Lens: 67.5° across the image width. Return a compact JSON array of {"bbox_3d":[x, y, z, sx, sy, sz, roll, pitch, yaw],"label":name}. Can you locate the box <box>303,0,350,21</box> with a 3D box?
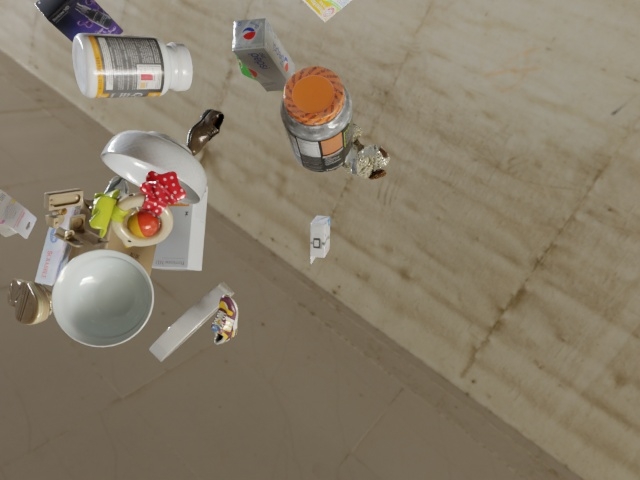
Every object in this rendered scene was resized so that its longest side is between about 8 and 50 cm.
[{"bbox_3d":[-0.005,-0.727,1.355,0.103,0.114,0.203,62,-158,8],"label":"box"}]

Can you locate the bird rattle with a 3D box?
[{"bbox_3d":[-0.488,-0.080,1.312,0.254,0.206,0.143,-20,-140,-12],"label":"bird rattle"}]

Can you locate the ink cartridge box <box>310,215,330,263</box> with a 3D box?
[{"bbox_3d":[0.000,0.000,1.944,0.060,0.179,0.104,6,-158,11],"label":"ink cartridge box"}]

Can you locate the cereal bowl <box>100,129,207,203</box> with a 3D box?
[{"bbox_3d":[-0.524,-0.256,1.568,0.340,0.141,0.339,18,165,5],"label":"cereal bowl"}]

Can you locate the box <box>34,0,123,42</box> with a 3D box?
[{"bbox_3d":[-0.792,-0.734,1.581,0.108,0.153,0.207,47,-179,23],"label":"box"}]

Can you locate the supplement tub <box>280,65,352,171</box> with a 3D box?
[{"bbox_3d":[-0.005,-0.331,1.340,0.194,0.193,0.316,29,170,10],"label":"supplement tub"}]

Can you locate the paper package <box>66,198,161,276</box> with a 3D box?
[{"bbox_3d":[-0.840,0.008,1.986,0.168,0.308,0.325,9,175,17],"label":"paper package"}]

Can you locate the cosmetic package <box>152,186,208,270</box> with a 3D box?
[{"bbox_3d":[-0.724,-0.077,2.435,0.230,0.452,0.161,1,172,11],"label":"cosmetic package"}]

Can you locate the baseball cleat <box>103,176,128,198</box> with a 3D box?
[{"bbox_3d":[-1.017,-0.217,2.358,0.110,0.205,0.072,19,173,15],"label":"baseball cleat"}]

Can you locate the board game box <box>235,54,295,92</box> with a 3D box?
[{"bbox_3d":[-0.194,-0.608,1.709,0.260,0.124,0.039,27,-113,22],"label":"board game box"}]

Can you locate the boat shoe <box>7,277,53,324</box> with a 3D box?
[{"bbox_3d":[-0.916,0.190,1.548,0.110,0.121,0.341,16,179,-42],"label":"boat shoe"}]

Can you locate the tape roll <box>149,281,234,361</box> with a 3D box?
[{"bbox_3d":[-0.508,0.319,1.914,0.072,0.392,0.392,46,-155,-1],"label":"tape roll"}]

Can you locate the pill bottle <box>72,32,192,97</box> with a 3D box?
[{"bbox_3d":[-0.505,-0.472,1.302,0.279,0.162,0.162,-13,-138,-35],"label":"pill bottle"}]

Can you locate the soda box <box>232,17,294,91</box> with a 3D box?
[{"bbox_3d":[-0.163,-0.545,1.434,0.098,0.091,0.286,1,175,13],"label":"soda box"}]

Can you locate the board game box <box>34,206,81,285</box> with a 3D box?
[{"bbox_3d":[-1.052,0.011,1.955,0.066,0.318,0.318,13,175,-17],"label":"board game box"}]

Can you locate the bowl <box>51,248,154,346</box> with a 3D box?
[{"bbox_3d":[-0.661,0.178,1.505,0.298,0.297,0.134,23,173,-3],"label":"bowl"}]

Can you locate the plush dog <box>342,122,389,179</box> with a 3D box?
[{"bbox_3d":[0.158,-0.337,2.036,0.262,0.210,0.225,46,-174,24],"label":"plush dog"}]

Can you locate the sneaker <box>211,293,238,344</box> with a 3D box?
[{"bbox_3d":[-0.330,0.272,1.627,0.070,0.185,0.084,21,-146,32],"label":"sneaker"}]

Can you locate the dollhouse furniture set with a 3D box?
[{"bbox_3d":[-0.747,-0.066,1.476,0.123,0.151,0.144,22,-158,20],"label":"dollhouse furniture set"}]

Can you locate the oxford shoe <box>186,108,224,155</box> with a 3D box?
[{"bbox_3d":[-0.466,-0.441,1.947,0.096,0.227,0.083,16,163,33],"label":"oxford shoe"}]

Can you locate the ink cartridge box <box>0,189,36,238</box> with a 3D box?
[{"bbox_3d":[-1.146,-0.094,1.735,0.198,0.067,0.115,56,-155,-44],"label":"ink cartridge box"}]
